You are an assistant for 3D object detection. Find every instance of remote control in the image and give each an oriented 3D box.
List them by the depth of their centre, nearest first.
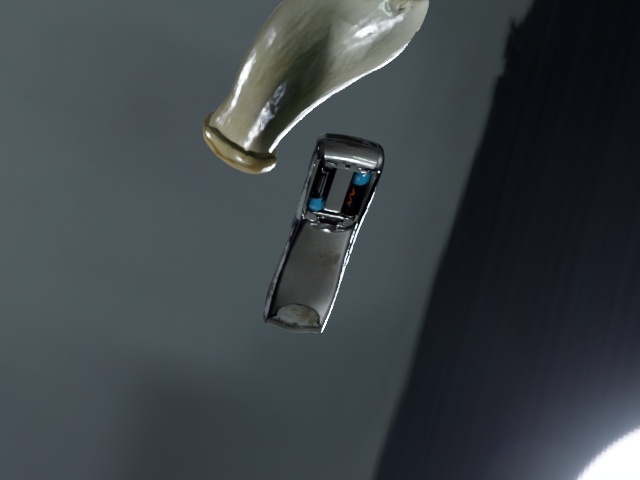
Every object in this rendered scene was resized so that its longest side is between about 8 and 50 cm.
[{"bbox_3d":[0.000,0.000,1.083,0.059,0.028,0.212,8,134,-10],"label":"remote control"}]

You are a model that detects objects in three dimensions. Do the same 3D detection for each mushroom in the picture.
[{"bbox_3d":[-0.012,-0.171,1.267,0.108,0.247,0.096,45,-161,-11],"label":"mushroom"}]
